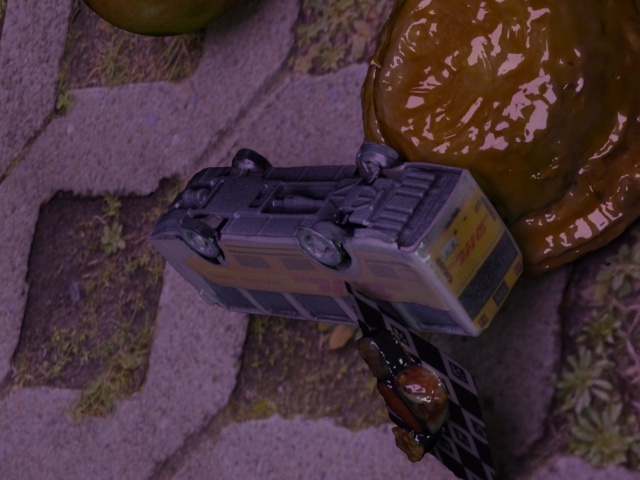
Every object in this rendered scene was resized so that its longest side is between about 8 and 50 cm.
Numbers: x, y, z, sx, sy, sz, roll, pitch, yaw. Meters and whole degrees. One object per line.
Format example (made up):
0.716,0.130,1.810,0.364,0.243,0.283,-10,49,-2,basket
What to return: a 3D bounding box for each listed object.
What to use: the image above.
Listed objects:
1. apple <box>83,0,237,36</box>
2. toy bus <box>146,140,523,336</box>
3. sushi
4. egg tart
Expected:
-0.152,-0.291,1.145,0.196,0.196,0.196,-7,78,36,apple
0.000,0.000,0.976,0.342,0.138,0.097,0,49,50,toy bus
0.072,0.134,0.913,0.031,0.201,0.139,-39,49,-19,sushi
0.143,-0.131,0.932,0.319,0.128,0.319,-8,76,34,egg tart
